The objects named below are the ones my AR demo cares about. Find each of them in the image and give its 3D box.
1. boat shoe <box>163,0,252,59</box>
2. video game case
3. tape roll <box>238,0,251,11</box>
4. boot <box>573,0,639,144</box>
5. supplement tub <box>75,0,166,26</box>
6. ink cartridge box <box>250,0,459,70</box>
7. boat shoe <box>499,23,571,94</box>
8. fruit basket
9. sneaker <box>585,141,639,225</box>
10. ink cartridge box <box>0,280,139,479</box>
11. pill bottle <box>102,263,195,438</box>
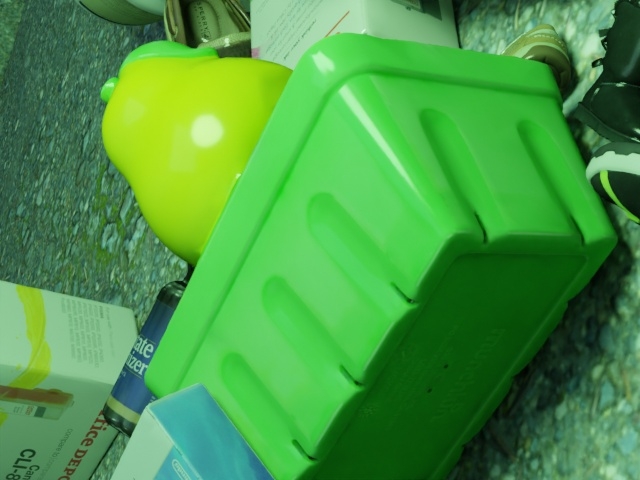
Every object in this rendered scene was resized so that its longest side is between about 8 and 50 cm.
[{"bbox_3d":[-0.103,-0.186,1.351,0.123,0.123,0.342,89,163,-60],"label":"boat shoe"},{"bbox_3d":[-0.075,0.287,0.910,0.269,0.061,0.244,49,134,23],"label":"video game case"},{"bbox_3d":[-0.122,-0.382,1.413,0.286,0.286,0.100,-25,53,56],"label":"tape roll"},{"bbox_3d":[0.231,-0.118,0.856,0.099,0.045,0.121,-68,22,16],"label":"boot"},{"bbox_3d":[-0.234,-0.430,1.702,0.325,0.235,0.235,13,87,63],"label":"supplement tub"},{"bbox_3d":[0.028,-0.203,1.205,0.207,0.119,0.353,-43,39,44],"label":"ink cartridge box"},{"bbox_3d":[0.139,-0.108,1.018,0.190,0.068,0.072,-40,29,33],"label":"boat shoe"},{"bbox_3d":[-0.004,-0.018,0.957,0.392,0.283,0.392,-3,86,53],"label":"fruit basket"},{"bbox_3d":[0.235,0.003,0.737,0.234,0.084,0.097,29,103,63],"label":"sneaker"},{"bbox_3d":[-0.468,0.199,1.639,0.279,0.384,0.160,-55,35,32],"label":"ink cartridge box"},{"bbox_3d":[-0.143,0.122,1.335,0.219,0.123,0.123,-65,27,-2],"label":"pill bottle"}]
